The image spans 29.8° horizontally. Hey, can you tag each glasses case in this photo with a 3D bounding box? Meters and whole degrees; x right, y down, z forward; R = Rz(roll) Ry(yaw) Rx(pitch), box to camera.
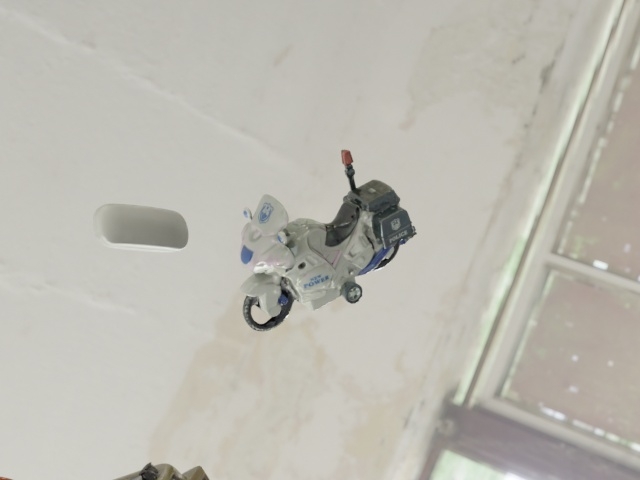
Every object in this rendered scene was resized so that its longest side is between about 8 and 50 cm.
[{"bbox_3d":[-0.307,-0.021,2.070,0.193,0.049,0.074,6,-109,-48],"label":"glasses case"}]

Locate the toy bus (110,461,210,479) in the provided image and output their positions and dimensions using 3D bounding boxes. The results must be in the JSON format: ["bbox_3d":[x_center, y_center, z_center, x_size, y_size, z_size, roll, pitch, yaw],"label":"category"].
[{"bbox_3d":[-0.208,0.289,0.991,0.139,0.289,0.157,59,-154,-13],"label":"toy bus"}]

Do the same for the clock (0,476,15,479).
[{"bbox_3d":[-0.402,0.388,1.455,0.205,0.051,0.205,15,-115,-36],"label":"clock"}]

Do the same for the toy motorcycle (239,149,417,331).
[{"bbox_3d":[0.000,0.000,1.313,0.221,0.102,0.150,-28,-57,-21],"label":"toy motorcycle"}]
